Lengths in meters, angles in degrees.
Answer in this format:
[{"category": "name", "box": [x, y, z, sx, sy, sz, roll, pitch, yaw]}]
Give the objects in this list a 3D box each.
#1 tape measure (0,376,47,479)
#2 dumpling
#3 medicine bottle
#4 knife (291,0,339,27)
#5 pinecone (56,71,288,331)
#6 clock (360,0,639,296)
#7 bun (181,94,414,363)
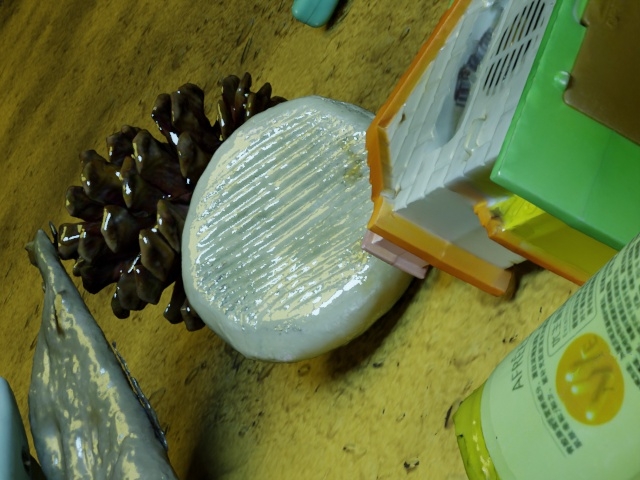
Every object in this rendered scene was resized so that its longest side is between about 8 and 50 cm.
[{"category": "tape measure", "box": [-0.231, 0.249, 1.300, 0.125, 0.246, 0.243, -13, 46, 6]}, {"category": "dumpling", "box": [-0.153, 0.151, 1.305, 0.166, 0.086, 0.332, 87, 160, -47]}, {"category": "medicine bottle", "box": [0.156, 0.047, 0.732, 0.239, 0.124, 0.124, -49, 23, 35]}, {"category": "knife", "box": [0.022, -0.280, 1.673, 0.063, 0.035, 0.260, -55, 11, 46]}, {"category": "pinecone", "box": [-0.101, -0.020, 1.398, 0.212, 0.168, 0.185, -34, 3, 16]}, {"category": "clock", "box": [0.121, -0.076, 1.028, 0.255, 0.106, 0.219, -29, 36, 65]}, {"category": "bun", "box": [0.000, 0.000, 1.220, 0.183, 0.102, 0.183, -12, 65, 27]}]
